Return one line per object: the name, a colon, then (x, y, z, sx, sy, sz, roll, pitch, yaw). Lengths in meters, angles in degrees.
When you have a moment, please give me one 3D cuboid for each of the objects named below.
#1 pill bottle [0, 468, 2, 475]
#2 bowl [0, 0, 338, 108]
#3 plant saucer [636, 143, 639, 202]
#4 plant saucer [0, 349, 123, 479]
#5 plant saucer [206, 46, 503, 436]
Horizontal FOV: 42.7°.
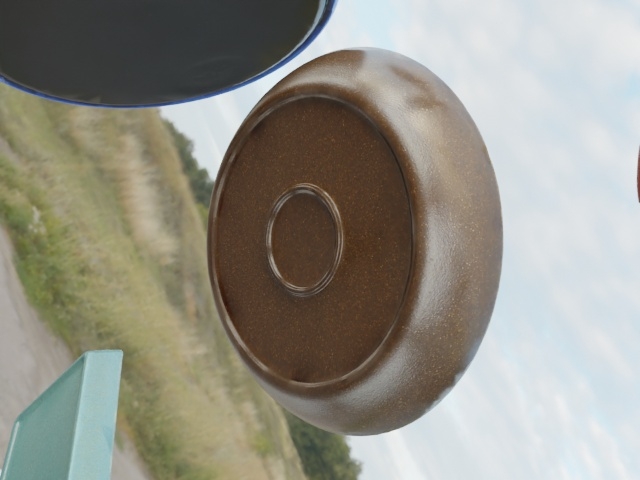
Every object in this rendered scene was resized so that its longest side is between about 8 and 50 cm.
pill bottle: (-0.173, 0.205, 0.487, 0.112, 0.112, 0.187, 60, -4, 42)
bowl: (-0.166, -0.240, 0.778, 0.391, 0.391, 0.077, 91, -11, -73)
plant saucer: (0.422, -0.176, 0.781, 0.047, 0.259, 0.258, 42, -36, -9)
plant saucer: (-0.107, 0.116, 0.306, 0.018, 0.067, 0.192, 40, 17, -28)
plant saucer: (0.000, 0.000, 0.647, 0.310, 0.050, 0.311, -2, -92, 44)
